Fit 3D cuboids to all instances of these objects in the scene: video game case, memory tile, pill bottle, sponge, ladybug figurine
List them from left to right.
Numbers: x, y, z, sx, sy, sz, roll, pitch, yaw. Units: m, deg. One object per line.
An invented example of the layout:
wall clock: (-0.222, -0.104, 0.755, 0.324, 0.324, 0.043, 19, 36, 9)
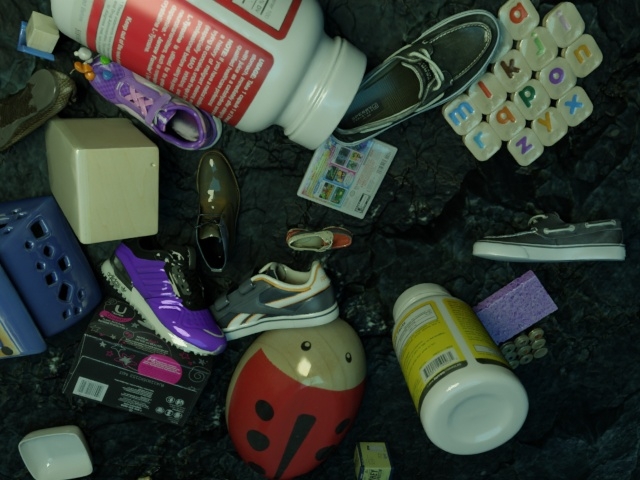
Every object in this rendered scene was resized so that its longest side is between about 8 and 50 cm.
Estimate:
pill bottle: (-0.145, -0.306, 0.768, 0.407, 0.229, 0.229, 27, 110, -18)
ladybug figurine: (-0.053, 0.370, 1.150, 0.305, 0.162, 0.449, 13, 114, -13)
video game case: (0.050, -0.133, 0.995, 0.143, 0.019, 0.157, 19, 113, -15)
pill bottle: (0.249, 0.228, 1.020, 0.188, 0.334, 0.188, -3, 116, -5)
sponge: (0.419, 0.168, 1.181, 0.210, 0.031, 0.117, -36, 115, 11)
memory tile: (0.464, 0.267, 1.229, 0.148, 0.012, 0.113, -26, 131, 3)

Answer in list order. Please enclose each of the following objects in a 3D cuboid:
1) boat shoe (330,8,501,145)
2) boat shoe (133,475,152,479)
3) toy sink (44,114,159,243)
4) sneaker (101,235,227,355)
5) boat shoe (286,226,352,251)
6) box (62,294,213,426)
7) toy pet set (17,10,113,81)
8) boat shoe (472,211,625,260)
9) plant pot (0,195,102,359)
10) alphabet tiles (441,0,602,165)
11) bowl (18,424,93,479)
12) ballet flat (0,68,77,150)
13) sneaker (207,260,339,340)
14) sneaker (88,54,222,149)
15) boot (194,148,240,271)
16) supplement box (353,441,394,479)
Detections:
boat shoe: (0.160, -0.263, 0.866, 0.335, 0.119, 0.121, -36, 97, 8)
boat shoe: (-0.413, 0.672, 1.313, 0.072, 0.068, 0.190, -24, 117, -8)
toy sink: (-0.366, -0.118, 0.873, 0.131, 0.234, 0.153, -10, 121, -35)
sneaker: (-0.268, 0.081, 0.962, 0.293, 0.102, 0.146, 39, 95, 13)
boat shoe: (0.000, 0.000, 1.040, 0.137, 0.043, 0.049, 2, 114, -10)
box: (-0.361, 0.246, 1.063, 0.247, 0.142, 0.163, 23, 113, -16)
toy pet set: (-0.396, -0.292, 0.804, 0.114, 0.122, 0.065, 7, 146, -44)
boat shoe: (0.465, -0.008, 1.068, 0.301, 0.108, 0.102, -1, 84, 7)
plant pot: (-0.564, 0.079, 0.897, 0.236, 0.212, 0.236, -9, 117, 9)
alphabet tiles: (0.369, -0.285, 0.957, 0.284, 0.021, 0.278, -41, 114, 13)
bowl: (-0.602, 0.483, 1.199, 0.142, 0.053, 0.142, -8, 118, -3)
ballet flat: (-0.476, -0.206, 0.838, 0.250, 0.058, 0.084, -19, 90, 30)
sneaker: (-0.131, 0.115, 1.038, 0.321, 0.126, 0.127, -11, 105, 6)
sneaker: (-0.274, -0.225, 0.862, 0.236, 0.104, 0.095, 31, 110, -19)
boot: (-0.188, -0.050, 0.956, 0.082, 0.106, 0.219, -4, 117, -5)
supplement box: (0.132, 0.560, 1.310, 0.083, 0.083, 0.056, 4, 115, -8)
